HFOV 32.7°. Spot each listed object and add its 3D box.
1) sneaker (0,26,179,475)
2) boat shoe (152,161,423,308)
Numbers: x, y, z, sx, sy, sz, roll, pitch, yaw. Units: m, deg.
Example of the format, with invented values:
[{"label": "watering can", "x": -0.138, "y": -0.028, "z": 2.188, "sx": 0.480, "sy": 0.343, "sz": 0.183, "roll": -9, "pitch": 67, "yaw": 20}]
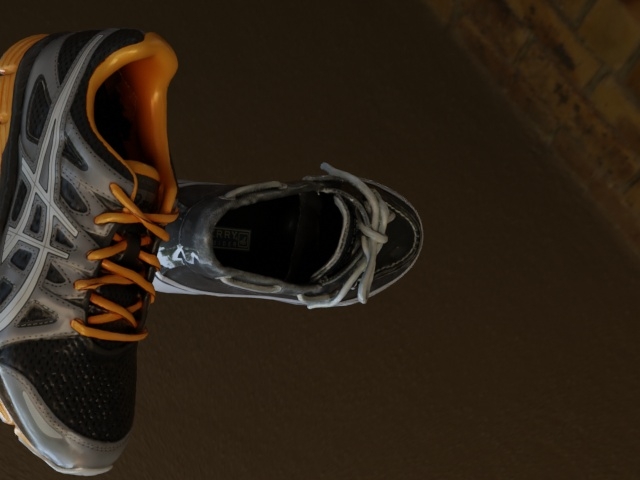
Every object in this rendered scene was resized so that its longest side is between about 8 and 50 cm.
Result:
[{"label": "sneaker", "x": -0.105, "y": -0.002, "z": 0.500, "sx": 0.083, "sy": 0.084, "sz": 0.214, "roll": -11, "pitch": -102, "yaw": 31}, {"label": "boat shoe", "x": 0.000, "y": -0.004, "z": 0.823, "sx": 0.105, "sy": 0.306, "sz": 0.113, "roll": 2, "pitch": -94, "yaw": 41}]
